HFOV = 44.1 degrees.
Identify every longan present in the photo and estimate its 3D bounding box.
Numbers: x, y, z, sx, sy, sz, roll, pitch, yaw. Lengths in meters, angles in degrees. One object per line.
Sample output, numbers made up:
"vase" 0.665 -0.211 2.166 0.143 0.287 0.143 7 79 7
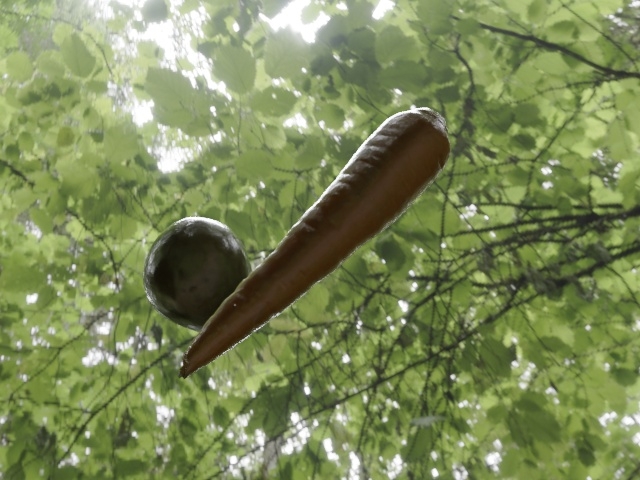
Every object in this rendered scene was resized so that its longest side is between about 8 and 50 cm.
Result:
"longan" -0.180 0.056 1.182 0.167 0.167 0.187 -27 -44 0

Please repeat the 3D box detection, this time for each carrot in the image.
"carrot" 0.000 0.000 0.446 0.216 0.048 0.048 -45 -60 -19
